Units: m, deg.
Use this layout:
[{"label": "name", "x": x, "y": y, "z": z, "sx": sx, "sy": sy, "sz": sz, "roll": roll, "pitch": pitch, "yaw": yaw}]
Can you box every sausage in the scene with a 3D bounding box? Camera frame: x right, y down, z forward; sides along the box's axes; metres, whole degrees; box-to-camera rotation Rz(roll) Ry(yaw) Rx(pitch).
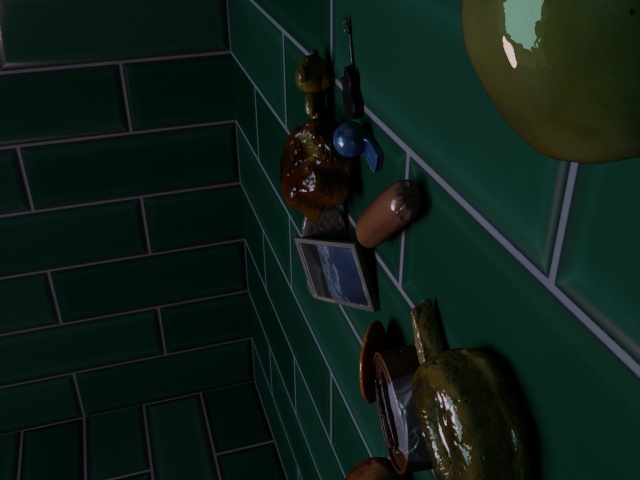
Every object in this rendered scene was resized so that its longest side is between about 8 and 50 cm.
[{"label": "sausage", "x": 0.137, "y": -0.051, "z": 1.450, "sx": 0.289, "sy": 0.086, "sz": 0.086, "roll": 128, "pitch": 131, "yaw": -72}]

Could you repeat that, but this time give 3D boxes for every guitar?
[{"label": "guitar", "x": 0.067, "y": -0.397, "z": 1.616, "sx": 0.088, "sy": 0.025, "sz": 0.234, "roll": -145, "pitch": 47, "yaw": -72}]

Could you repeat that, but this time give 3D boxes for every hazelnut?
[{"label": "hazelnut", "x": 0.144, "y": 0.615, "z": 1.711, "sx": 0.182, "sy": 0.182, "sz": 0.182, "roll": 171, "pitch": 90, "yaw": -75}]

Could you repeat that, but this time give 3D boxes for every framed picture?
[{"label": "framed picture", "x": 0.038, "y": 0.081, "z": 1.788, "sx": 0.259, "sy": 0.023, "sz": 0.189, "roll": 7, "pitch": 120, "yaw": 52}]

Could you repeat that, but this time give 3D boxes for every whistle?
[{"label": "whistle", "x": 0.076, "y": -0.218, "z": 1.580, "sx": 0.090, "sy": 0.090, "sz": 0.158, "roll": 96, "pitch": 160, "yaw": -46}]

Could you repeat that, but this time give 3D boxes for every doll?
[{"label": "doll", "x": -0.002, "y": -0.382, "z": 1.813, "sx": 0.137, "sy": 0.097, "sz": 0.210, "roll": -70, "pitch": -30, "yaw": -46}]

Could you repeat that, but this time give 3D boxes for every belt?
[{"label": "belt", "x": 0.187, "y": 0.358, "z": 1.483, "sx": 0.184, "sy": 0.105, "sz": 0.262, "roll": 120, "pitch": 142, "yaw": -71}]

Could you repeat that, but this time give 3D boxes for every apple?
[{"label": "apple", "x": 0.254, "y": -0.201, "z": 0.615, "sx": 0.262, "sy": 0.262, "sz": 0.263, "roll": 171, "pitch": 90, "yaw": -75}]

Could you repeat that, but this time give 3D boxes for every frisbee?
[{"label": "frisbee", "x": 0.134, "y": 0.283, "z": 1.619, "sx": 0.192, "sy": 0.035, "sz": 0.192, "roll": 1, "pitch": -90, "yaw": -69}]

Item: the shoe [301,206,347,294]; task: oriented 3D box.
[{"label": "shoe", "x": 0.000, "y": 0.000, "z": 1.954, "sx": 0.159, "sy": 0.124, "sz": 0.317, "roll": -106, "pitch": 15, "yaw": -56}]

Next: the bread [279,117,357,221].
[{"label": "bread", "x": -0.004, "y": -0.192, "z": 1.750, "sx": 0.232, "sy": 0.135, "sz": 0.247, "roll": -29, "pitch": 55, "yaw": 42}]

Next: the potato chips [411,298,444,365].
[{"label": "potato chips", "x": 0.244, "y": 0.312, "z": 1.316, "sx": 0.080, "sy": 0.057, "sz": 0.407, "roll": 98, "pitch": 158, "yaw": -63}]

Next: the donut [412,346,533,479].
[{"label": "donut", "x": 0.249, "y": 0.308, "z": 1.160, "sx": 0.209, "sy": 0.128, "sz": 0.262, "roll": 107, "pitch": 149, "yaw": -58}]
